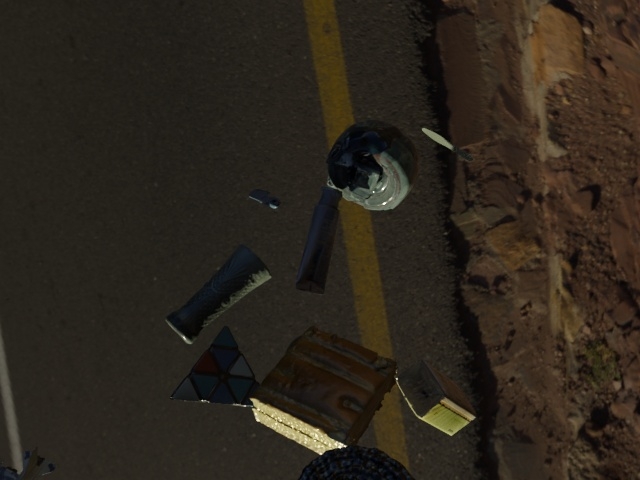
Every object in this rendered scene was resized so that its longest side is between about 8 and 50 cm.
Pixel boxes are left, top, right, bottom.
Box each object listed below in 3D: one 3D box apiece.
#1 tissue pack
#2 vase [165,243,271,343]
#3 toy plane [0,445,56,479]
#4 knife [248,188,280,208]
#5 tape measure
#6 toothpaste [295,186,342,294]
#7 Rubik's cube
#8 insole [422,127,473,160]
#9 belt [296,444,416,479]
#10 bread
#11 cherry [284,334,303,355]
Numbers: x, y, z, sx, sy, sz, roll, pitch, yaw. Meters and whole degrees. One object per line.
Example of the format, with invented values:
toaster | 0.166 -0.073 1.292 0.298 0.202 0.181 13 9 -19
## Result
tissue pack | 0.361 0.491 1.844 0.125 0.234 0.159 -42 45 9
vase | -0.211 0.113 1.213 0.096 0.219 0.096 42 163 16
toy plane | -0.705 0.590 1.357 0.160 0.234 0.082 20 155 13
knife | -0.159 -0.122 1.657 0.019 0.044 0.313 54 170 -21
tape measure | 0.146 -0.203 1.689 0.257 0.147 0.274 23 139 9
toothpaste | 0.000 0.000 1.668 0.073 0.114 0.298 8 83 45
Rubik's cube | -0.320 0.414 1.771 0.234 0.285 0.249 123 147 -51
insole | 0.322 -0.245 1.501 0.153 0.053 0.002 35 85 8
belt | 0.052 0.408 0.756 0.207 0.257 0.149 -6 132 3
bread | 0.016 0.323 1.274 0.246 0.239 0.110 19 139 30
cherry | -0.024 0.385 1.924 0.195 0.195 0.194 8 105 31
